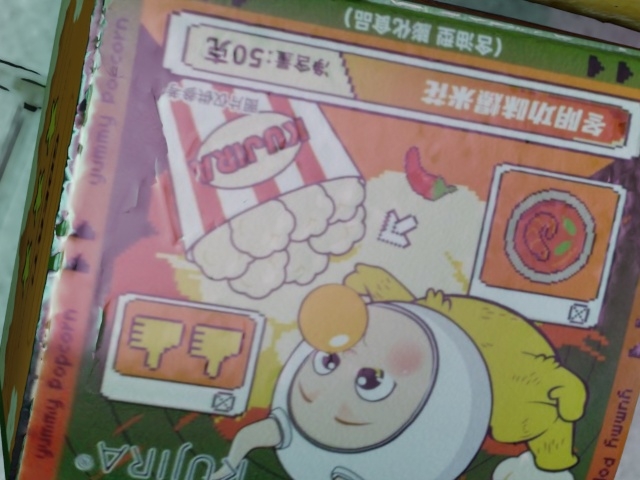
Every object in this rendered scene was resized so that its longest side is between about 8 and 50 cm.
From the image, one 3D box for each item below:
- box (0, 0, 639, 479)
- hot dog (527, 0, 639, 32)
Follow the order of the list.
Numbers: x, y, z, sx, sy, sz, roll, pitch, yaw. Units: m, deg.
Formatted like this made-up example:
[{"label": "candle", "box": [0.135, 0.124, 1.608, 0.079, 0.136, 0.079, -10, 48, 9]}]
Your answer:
[{"label": "box", "box": [0.000, 0.000, 0.549, 0.195, 0.148, 0.177, 10, 101, -15]}, {"label": "hot dog", "box": [0.053, -0.146, 0.551, 0.337, 0.100, 0.135, 13, 70, -15]}]
